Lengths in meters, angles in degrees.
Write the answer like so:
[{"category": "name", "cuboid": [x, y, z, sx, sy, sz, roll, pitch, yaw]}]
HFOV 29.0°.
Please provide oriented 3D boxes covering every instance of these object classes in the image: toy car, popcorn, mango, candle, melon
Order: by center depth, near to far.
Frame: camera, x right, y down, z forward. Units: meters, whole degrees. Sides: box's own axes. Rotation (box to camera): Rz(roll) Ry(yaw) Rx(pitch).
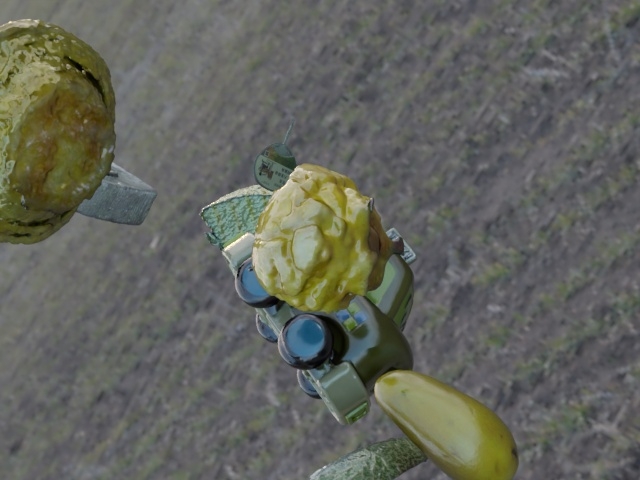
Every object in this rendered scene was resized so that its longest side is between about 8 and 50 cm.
[{"category": "popcorn", "cuboid": [0.000, 0.000, 1.199, 0.152, 0.148, 0.167, -5, 21, 14]}, {"category": "mango", "cuboid": [0.123, 0.182, 1.211, 0.076, 0.161, 0.103, -53, -11, -6]}, {"category": "melon", "cuboid": [0.062, 0.249, 1.326, 0.182, 0.054, 0.098, -24, -24, -30]}, {"category": "toy car", "cuboid": [0.024, 0.065, 1.420, 0.198, 0.248, 0.204, -34, -18, -7]}, {"category": "candle", "cuboid": [-0.334, -0.080, 1.861, 0.068, 0.168, 0.192, -61, 17, 11]}]

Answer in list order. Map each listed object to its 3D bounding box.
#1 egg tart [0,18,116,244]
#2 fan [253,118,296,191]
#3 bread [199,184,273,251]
[{"category": "egg tart", "cuboid": [-0.349, -0.125, 1.530, 0.123, 0.294, 0.294, 16, 75, 36]}, {"category": "fan", "cuboid": [-0.050, -0.089, 1.345, 0.003, 0.060, 0.080, 13, 111, 49]}, {"category": "bread", "cuboid": [-0.129, -0.051, 2.212, 0.156, 0.103, 0.110, -10, 23, 9]}]
